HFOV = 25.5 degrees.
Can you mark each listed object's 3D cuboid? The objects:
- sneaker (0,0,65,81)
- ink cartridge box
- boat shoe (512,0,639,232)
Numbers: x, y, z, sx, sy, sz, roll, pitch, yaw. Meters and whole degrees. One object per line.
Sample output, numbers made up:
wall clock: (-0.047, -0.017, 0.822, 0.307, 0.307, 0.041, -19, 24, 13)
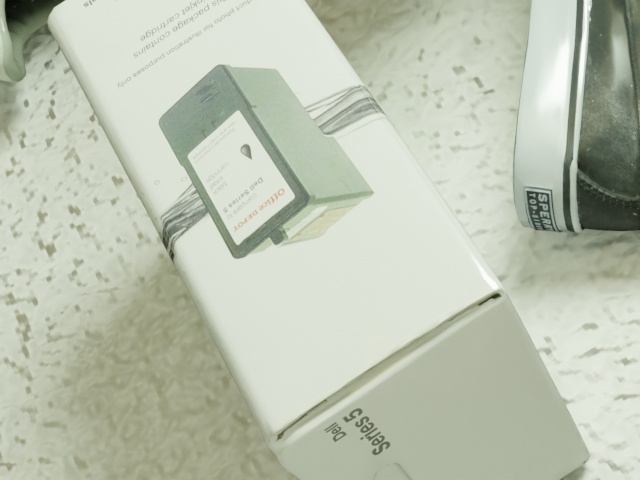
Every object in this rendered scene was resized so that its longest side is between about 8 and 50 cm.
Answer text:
sneaker: (-0.160, -0.240, 0.952, 0.146, 0.122, 0.330, 28, 75, 14)
ink cartridge box: (0.000, 0.000, 0.685, 0.115, 0.198, 0.273, -33, 56, 2)
boat shoe: (0.170, -0.151, 0.748, 0.105, 0.113, 0.306, 3, 67, 18)
